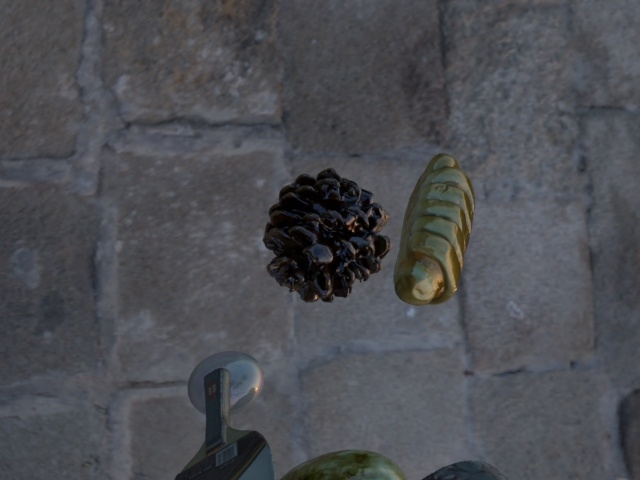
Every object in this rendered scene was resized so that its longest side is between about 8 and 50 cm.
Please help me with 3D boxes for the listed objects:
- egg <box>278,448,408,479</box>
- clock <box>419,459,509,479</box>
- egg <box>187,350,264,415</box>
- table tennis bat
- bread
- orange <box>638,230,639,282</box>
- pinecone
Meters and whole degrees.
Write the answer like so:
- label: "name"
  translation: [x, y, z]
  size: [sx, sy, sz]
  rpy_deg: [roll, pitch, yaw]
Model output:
- label: "egg"
  translation: [0.029, 0.455, 1.622]
  size: [0.238, 0.289, 0.238]
  rpy_deg: [36, 27, -21]
- label: "clock"
  translation: [0.124, 0.322, 1.019]
  size: [0.215, 0.042, 0.215]
  rpy_deg: [-18, 122, -31]
- label: "egg"
  translation: [-0.151, 0.228, 1.635]
  size: [0.103, 0.135, 0.103]
  rpy_deg: [38, 39, -39]
- label: "table tennis bat"
  translation: [-0.120, 0.274, 1.225]
  size: [0.022, 0.173, 0.301]
  rpy_deg: [42, 27, -34]
- label: "bread"
  translation: [0.058, -0.003, 0.507]
  size: [0.033, 0.049, 0.088]
  rpy_deg: [16, 41, 1]
- label: "orange"
  translation: [0.455, 0.019, 0.821]
  size: [0.424, 0.326, 0.424]
  rpy_deg: [13, 51, -16]
- label: "pinecone"
  translation: [0.007, 0.006, 1.950]
  size: [0.243, 0.243, 0.257]
  rpy_deg: [27, 67, -24]
